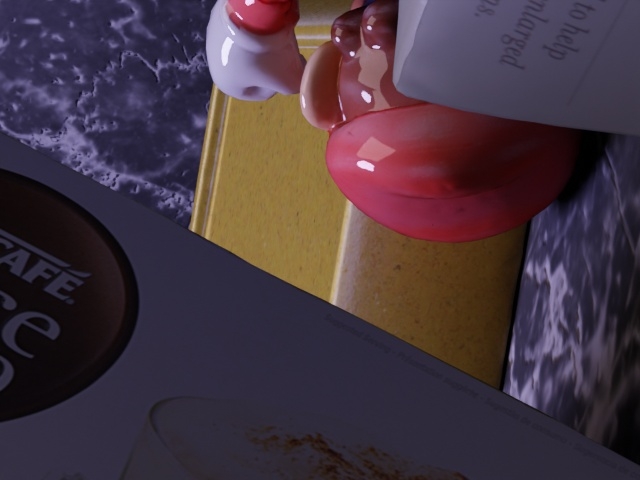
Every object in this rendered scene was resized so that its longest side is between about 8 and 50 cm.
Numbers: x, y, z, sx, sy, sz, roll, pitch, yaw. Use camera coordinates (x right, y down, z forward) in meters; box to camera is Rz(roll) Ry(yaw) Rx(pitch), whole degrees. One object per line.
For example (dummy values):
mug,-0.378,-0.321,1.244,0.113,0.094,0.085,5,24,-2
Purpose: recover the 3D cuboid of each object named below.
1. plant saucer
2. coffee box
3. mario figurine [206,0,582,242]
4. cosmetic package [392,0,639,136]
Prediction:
plant saucer,0.000,0.000,1.092,0.333,0.081,0.332,-167,86,-66
coffee box,-0.125,0.209,0.678,0.334,0.338,0.338,-47,-22,-46
mario figurine,0.043,-0.153,0.869,0.198,0.170,0.320,19,127,51
cosmetic package,0.106,-0.131,0.403,0.151,0.151,0.183,109,168,-63
